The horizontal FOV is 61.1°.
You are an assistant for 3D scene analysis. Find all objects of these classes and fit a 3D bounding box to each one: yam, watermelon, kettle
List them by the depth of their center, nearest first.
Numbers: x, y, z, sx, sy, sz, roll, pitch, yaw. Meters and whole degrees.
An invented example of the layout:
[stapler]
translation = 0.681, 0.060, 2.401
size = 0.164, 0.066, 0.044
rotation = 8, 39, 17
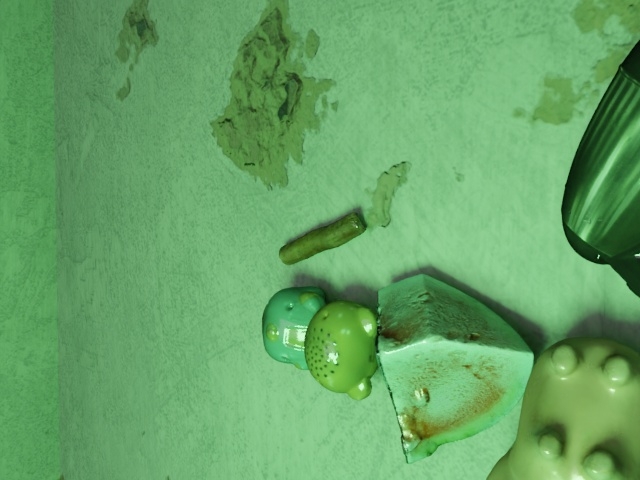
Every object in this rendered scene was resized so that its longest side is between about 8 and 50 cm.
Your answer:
[kettle]
translation = 0.427, -0.071, 0.676
size = 0.251, 0.207, 0.271
rotation = 46, 129, 28
[watermelon]
translation = 0.191, 0.203, 0.869
size = 0.289, 0.213, 0.320
rotation = -9, 72, 44
[yam]
translation = 0.000, 0.000, 1.147
size = 0.241, 0.056, 0.057
rotation = -25, 75, 42

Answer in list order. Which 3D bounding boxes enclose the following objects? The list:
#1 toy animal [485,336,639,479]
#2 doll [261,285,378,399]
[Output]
[toy animal]
translation = 0.349, 0.297, 0.742
size = 0.237, 0.269, 0.326
rotation = 16, 70, 40
[doll]
translation = 0.008, 0.192, 1.072
size = 0.260, 0.161, 0.177
rotation = 14, 99, 43
